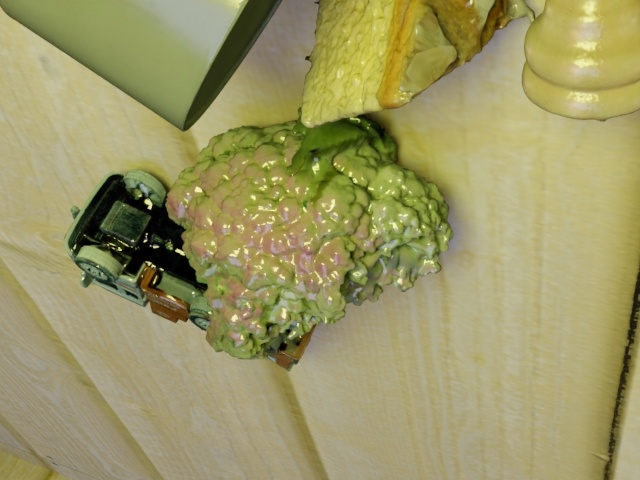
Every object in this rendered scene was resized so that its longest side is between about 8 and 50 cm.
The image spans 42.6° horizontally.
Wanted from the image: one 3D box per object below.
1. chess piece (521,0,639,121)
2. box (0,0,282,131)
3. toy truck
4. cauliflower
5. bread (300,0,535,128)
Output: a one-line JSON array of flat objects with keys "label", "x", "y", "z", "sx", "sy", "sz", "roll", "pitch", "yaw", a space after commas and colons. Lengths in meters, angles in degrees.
[{"label": "chess piece", "x": 0.177, "y": -0.171, "z": 0.518, "sx": 0.094, "sy": 0.094, "sz": 0.170, "roll": 12, "pitch": 135, "yaw": 24}, {"label": "box", "x": -0.089, "y": -0.205, "z": 0.527, "sx": 0.149, "sy": 0.226, "sz": 0.226, "roll": 34, "pitch": 146, "yaw": -7}, {"label": "toy truck", "x": -0.162, "y": 0.042, "z": 0.999, "sx": 0.338, "sy": 0.133, "sz": 0.184, "roll": 24, "pitch": 156, "yaw": 3}, {"label": "cauliflower", "x": 0.000, "y": 0.000, "z": 0.794, "sx": 0.256, "sy": 0.239, "sz": 0.315, "roll": -14, "pitch": 151, "yaw": 13}, {"label": "bread", "x": 0.046, "y": -0.151, "z": 0.580, "sx": 0.127, "sy": 0.152, "sz": 0.147, "roll": 46, "pitch": 152, "yaw": -23}]
